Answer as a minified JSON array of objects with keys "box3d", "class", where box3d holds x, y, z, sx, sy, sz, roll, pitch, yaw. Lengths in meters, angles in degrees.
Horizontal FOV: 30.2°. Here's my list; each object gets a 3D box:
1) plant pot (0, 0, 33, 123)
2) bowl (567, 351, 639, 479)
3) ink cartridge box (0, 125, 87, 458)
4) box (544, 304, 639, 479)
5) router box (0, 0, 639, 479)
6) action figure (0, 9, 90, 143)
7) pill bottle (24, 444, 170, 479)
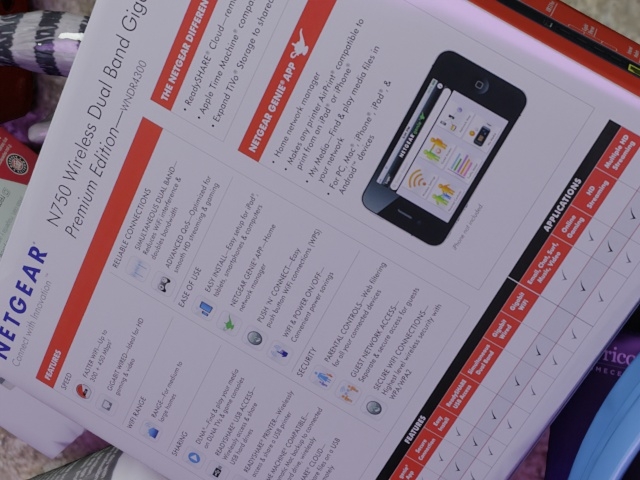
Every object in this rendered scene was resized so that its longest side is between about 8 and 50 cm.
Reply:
[{"box3d":[-0.351,-0.170,0.833,0.235,0.267,0.268,5,105,13],"class":"plant pot"},{"box3d":[0.301,0.167,0.590,0.391,0.077,0.391,-1,105,-5],"class":"bowl"},{"box3d":[-0.208,0.038,0.839,0.176,0.128,0.127,39,120,-21],"class":"ink cartridge box"},{"box3d":[0.217,0.139,0.701,0.153,0.108,0.207,9,107,25],"class":"box"},{"box3d":[0.000,0.000,0.632,0.301,0.082,0.335,31,120,3],"class":"router box"},{"box3d":[-0.072,-0.068,0.758,0.330,0.178,0.341,19,110,29],"class":"action figure"},{"box3d":[-0.127,0.232,0.854,0.318,0.176,0.176,-26,90,29],"class":"pill bottle"}]
